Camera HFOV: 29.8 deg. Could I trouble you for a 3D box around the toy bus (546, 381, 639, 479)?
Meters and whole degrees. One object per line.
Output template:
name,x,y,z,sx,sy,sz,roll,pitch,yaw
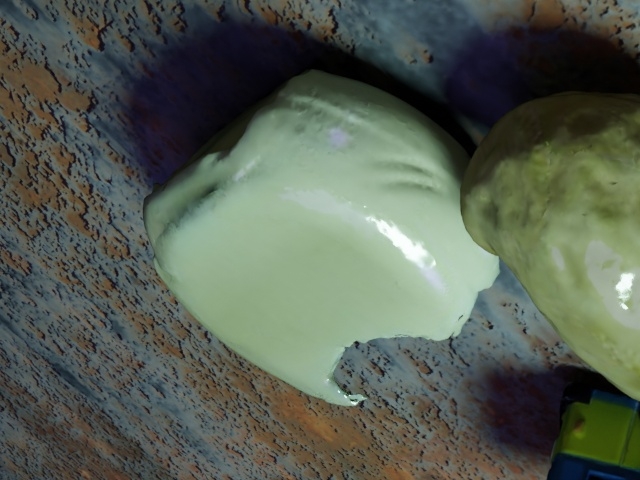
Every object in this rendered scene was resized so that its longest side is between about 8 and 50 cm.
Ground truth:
toy bus,0.306,0.226,0.906,0.287,0.175,0.138,10,138,21

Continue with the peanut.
peanut,0.267,0.030,0.722,0.387,0.169,0.192,24,135,6

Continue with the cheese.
cheese,0.000,0.000,0.878,0.233,0.127,0.266,43,140,-18
